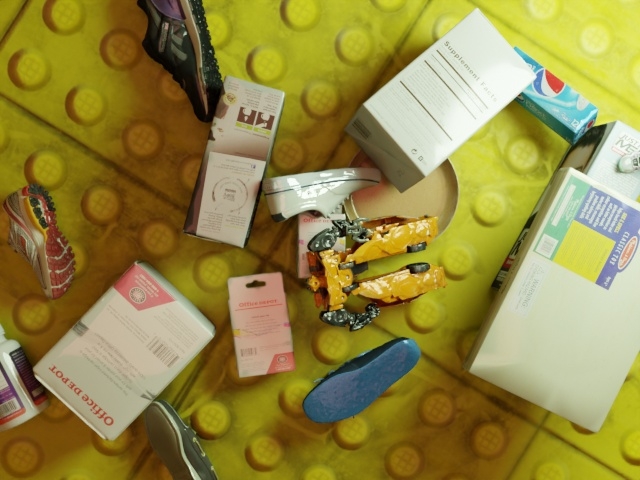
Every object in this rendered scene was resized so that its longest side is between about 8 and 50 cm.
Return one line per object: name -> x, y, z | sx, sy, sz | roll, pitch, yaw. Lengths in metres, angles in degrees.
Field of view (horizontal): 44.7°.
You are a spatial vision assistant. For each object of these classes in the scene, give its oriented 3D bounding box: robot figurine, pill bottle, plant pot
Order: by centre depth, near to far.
robot figurine -> 0.098, 0.051, 1.471 | 0.291, 0.085, 0.211 | -12, 98, -24
pill bottle -> -0.610, 0.257, 1.494 | 0.108, 0.108, 0.193 | -26, 93, -2
plant pot -> 0.160, -0.097, 1.570 | 0.237, 0.032, 0.236 | 0, 92, -3

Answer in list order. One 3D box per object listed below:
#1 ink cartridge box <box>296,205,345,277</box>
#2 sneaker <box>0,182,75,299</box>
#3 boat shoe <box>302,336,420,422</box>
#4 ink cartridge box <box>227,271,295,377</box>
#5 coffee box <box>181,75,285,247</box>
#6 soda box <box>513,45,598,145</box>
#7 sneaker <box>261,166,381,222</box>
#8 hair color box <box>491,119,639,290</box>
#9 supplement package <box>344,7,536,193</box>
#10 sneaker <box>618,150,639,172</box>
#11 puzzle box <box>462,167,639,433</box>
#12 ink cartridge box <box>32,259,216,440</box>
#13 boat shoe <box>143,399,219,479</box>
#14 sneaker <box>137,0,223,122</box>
ink cartridge box -> 0.000, 0.000, 1.533 | 0.092, 0.090, 0.143 | 1, 92, -4
sneaker -> -0.547, 0.007, 1.511 | 0.093, 0.088, 0.225 | -16, 93, 17
boat shoe -> 0.084, 0.282, 1.553 | 0.258, 0.089, 0.109 | -25, 95, -6
ink cartridge box -> -0.118, 0.162, 1.544 | 0.115, 0.067, 0.198 | -7, 94, -4
coffee box -> -0.161, -0.142, 1.479 | 0.119, 0.168, 0.297 | 15, 91, -4
soda box -> 0.437, -0.283, 1.523 | 0.067, 0.071, 0.210 | -46, 70, -1
sneaker -> 0.005, -0.087, 1.468 | 0.258, 0.094, 0.091 | -11, 97, -31
hair color box -> 0.492, -0.038, 1.517 | 0.114, 0.185, 0.374 | 30, 90, -5
supplement package -> 0.220, -0.258, 1.472 | 0.293, 0.177, 0.175 | -41, 91, -12
sneaker -> 0.589, -0.148, 1.391 | 0.098, 0.069, 0.038 | -20, 94, -5
puzzle box -> 0.465, 0.107, 1.402 | 0.272, 0.052, 0.408 | 27, 90, -6
ink cartridge box -> -0.373, 0.207, 1.503 | 0.207, 0.117, 0.283 | 44, 89, -5
boat shoe -> -0.274, 0.414, 1.545 | 0.081, 0.069, 0.227 | -24, 92, 32
sneaker -> -0.274, -0.359, 1.511 | 0.124, 0.107, 0.283 | -13, 89, 11
